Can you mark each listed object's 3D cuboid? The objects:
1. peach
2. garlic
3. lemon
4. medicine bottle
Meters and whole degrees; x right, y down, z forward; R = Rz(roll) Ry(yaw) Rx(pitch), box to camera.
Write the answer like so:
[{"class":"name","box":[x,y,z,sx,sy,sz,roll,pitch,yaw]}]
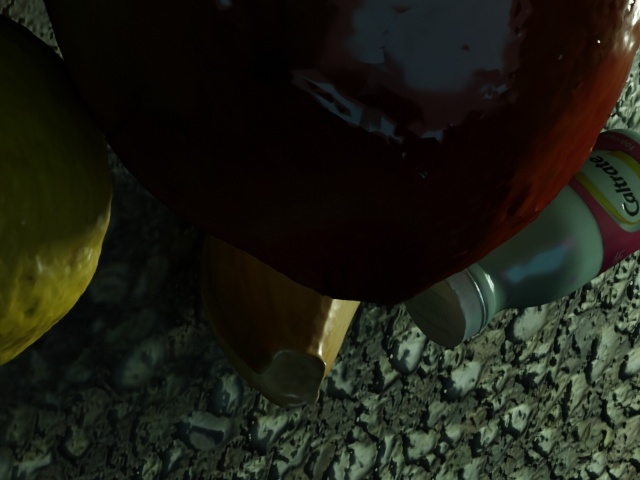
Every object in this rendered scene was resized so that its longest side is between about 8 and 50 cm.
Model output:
[{"class":"peach","box":[0.019,-0.154,0.789,0.372,0.290,0.373,14,90,-83]},{"class":"garlic","box":[-0.005,-0.006,1.042,0.115,0.128,0.207,38,76,-8]},{"class":"lemon","box":[-0.199,-0.022,0.771,0.256,0.188,0.188,-3,116,-51]},{"class":"medicine bottle","box":[0.158,-0.001,1.219,0.216,0.090,0.090,-30,132,-29]}]
